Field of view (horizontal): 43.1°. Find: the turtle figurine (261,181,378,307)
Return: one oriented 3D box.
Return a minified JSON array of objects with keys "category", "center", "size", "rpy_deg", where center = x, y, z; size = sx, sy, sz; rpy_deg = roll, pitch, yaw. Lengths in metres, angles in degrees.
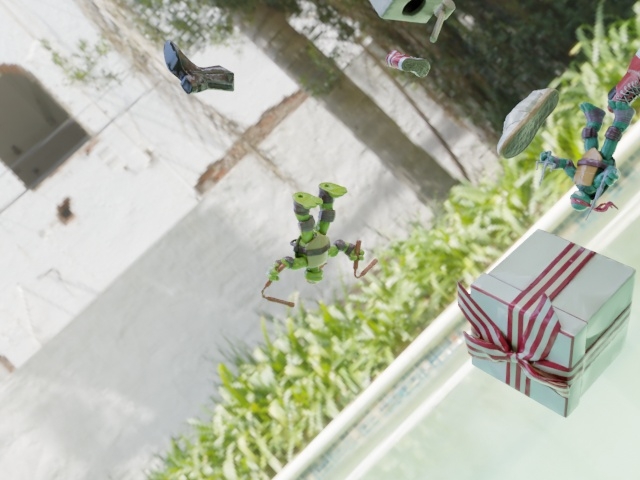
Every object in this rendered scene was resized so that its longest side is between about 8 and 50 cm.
[{"category":"turtle figurine","center":[0.000,0.000,1.548],"size":[0.269,0.087,0.217],"rpy_deg":[-13,-55,-28]}]

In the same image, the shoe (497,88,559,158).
[{"category":"shoe","center":[0.449,-0.261,1.799],"size":[0.219,0.058,0.076],"rpy_deg":[-47,-39,-23]}]

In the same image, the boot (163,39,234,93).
[{"category":"boot","center":[-0.204,-0.297,1.390],"size":[0.037,0.106,0.114],"rpy_deg":[-32,-8,41]}]

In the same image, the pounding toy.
[{"category":"pounding toy","center":[0.197,-0.480,1.565],"size":[0.206,0.181,0.094],"rpy_deg":[-7,-30,-40]}]

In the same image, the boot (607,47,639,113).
[{"category":"boot","center":[0.804,-0.381,2.051],"size":[0.176,0.088,0.244],"rpy_deg":[-57,5,23]}]

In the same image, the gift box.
[{"category":"gift box","center":[0.423,0.142,1.552],"size":[0.258,0.255,0.276],"rpy_deg":[-38,-49,-29]}]

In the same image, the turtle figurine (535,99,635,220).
[{"category":"turtle figurine","center":[0.500,-0.143,1.519],"size":[0.118,0.175,0.234],"rpy_deg":[28,-99,-44]}]

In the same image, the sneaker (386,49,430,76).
[{"category":"sneaker","center":[0.199,-0.409,1.870],"size":[0.118,0.067,0.042],"rpy_deg":[0,-66,-50]}]
